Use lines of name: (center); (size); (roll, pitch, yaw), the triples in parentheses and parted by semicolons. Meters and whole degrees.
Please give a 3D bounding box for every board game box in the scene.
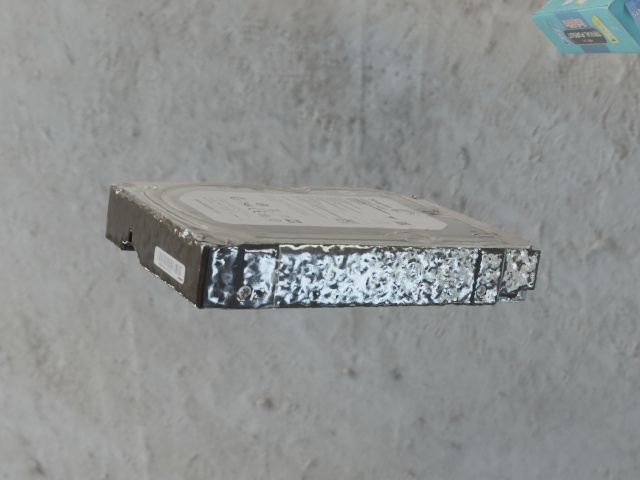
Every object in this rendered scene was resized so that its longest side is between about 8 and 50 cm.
board game box: (0.439, -0.357, 1.511); (0.254, 0.336, 0.079); (-42, 100, 3)

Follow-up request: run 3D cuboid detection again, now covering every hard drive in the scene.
hard drive: (0.000, 0.000, 1.055); (0.237, 0.338, 0.064); (28, 113, 58)
